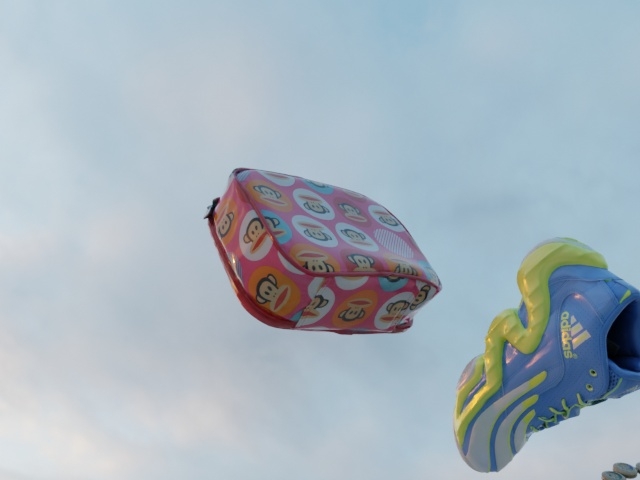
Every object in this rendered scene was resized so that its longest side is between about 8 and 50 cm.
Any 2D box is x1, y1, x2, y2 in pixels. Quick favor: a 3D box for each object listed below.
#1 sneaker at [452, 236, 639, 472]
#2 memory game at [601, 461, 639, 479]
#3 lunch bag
[{"bbox_3d":[0.196,0.122,0.517,0.091,0.126,0.240,6,-73,-26],"label":"sneaker"},{"bbox_3d":[0.519,0.384,0.902,0.186,0.186,0.012,4,-79,15],"label":"memory game"},{"bbox_3d":[0.000,0.000,0.812,0.293,0.258,0.120,10,-55,-39],"label":"lunch bag"}]
